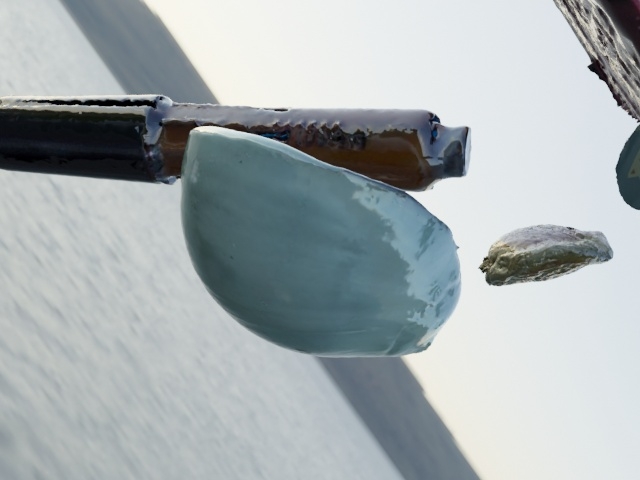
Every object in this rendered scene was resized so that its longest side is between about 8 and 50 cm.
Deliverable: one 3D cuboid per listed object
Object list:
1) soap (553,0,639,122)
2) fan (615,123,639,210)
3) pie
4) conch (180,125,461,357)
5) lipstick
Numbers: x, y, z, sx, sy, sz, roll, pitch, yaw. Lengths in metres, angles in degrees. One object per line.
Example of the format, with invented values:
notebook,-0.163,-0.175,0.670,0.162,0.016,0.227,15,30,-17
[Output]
soap,0.293,-0.236,1.028,0.325,0.127,0.220,64,8,28
fan,0.374,-0.108,1.178,0.005,0.175,0.113,16,34,-29
pie,0.312,0.018,1.527,0.163,0.193,0.079,-5,-86,43
conch,0.001,0.005,0.715,0.221,0.185,0.121,29,53,-39
lipstick,-0.084,-0.083,0.938,0.077,0.418,0.077,3,90,-75
